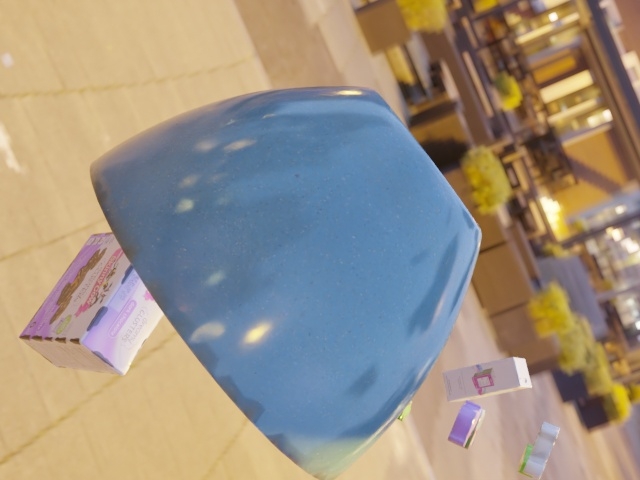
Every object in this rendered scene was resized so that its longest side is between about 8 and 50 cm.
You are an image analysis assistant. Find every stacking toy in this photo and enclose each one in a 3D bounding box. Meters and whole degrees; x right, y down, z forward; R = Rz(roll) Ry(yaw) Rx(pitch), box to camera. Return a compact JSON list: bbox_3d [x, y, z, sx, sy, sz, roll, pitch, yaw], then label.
[{"bbox_3d":[0.146,0.181,1.288,0.221,0.167,0.052,56,57,-77],"label":"stacking toy"}]

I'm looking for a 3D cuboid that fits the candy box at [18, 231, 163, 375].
[{"bbox_3d":[-0.252,0.070,1.530,0.070,0.196,0.164,42,67,-24],"label":"candy box"}]

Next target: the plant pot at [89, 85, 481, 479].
[{"bbox_3d":[0.000,0.000,0.941,0.290,0.195,0.290,53,5,-6],"label":"plant pot"}]

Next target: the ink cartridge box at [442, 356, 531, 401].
[{"bbox_3d":[0.269,0.224,2.081,0.088,0.123,0.052,18,61,-68],"label":"ink cartridge box"}]
